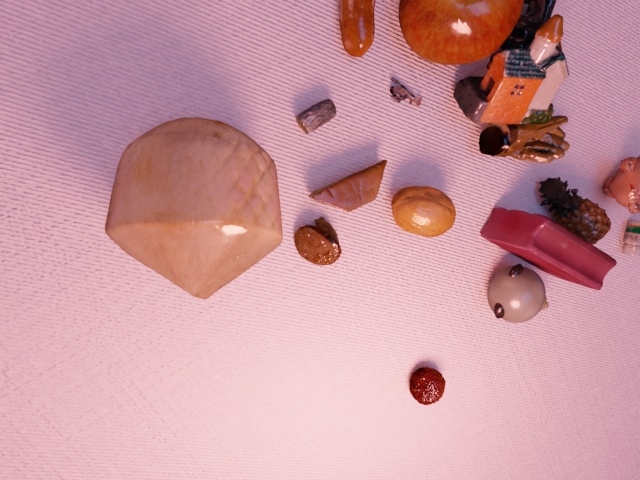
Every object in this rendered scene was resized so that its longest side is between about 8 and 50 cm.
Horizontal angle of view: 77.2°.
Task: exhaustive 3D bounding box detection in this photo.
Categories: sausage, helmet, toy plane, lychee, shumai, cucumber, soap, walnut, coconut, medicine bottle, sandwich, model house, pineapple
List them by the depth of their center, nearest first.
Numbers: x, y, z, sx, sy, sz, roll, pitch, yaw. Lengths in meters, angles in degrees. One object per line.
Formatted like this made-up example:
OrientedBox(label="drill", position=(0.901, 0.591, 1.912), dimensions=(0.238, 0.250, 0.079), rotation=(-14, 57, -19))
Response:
OrientedBox(label="coconut", position=(-0.283, -0.067, 0.940), dimensions=(0.414, 0.345, 0.416), rotation=(1, 76, -5))
OrientedBox(label="sausage", position=(0.107, -0.638, 1.074), dimensions=(0.108, 0.109, 0.271), rotation=(2, 100, -18))
OrientedBox(label="cucumber", position=(-0.011, -0.348, 1.115), dimensions=(0.112, 0.064, 0.064), rotation=(-37, 109, -9))
OrientedBox(label="model house", position=(0.561, -0.488, 1.116), dimensions=(0.271, 0.190, 0.301), rotation=(0, 144, -10))
OrientedBox(label="sandwich", position=(0.091, -0.147, 1.169), dimensions=(0.257, 0.094, 0.096), rotation=(-25, 106, -13))
OrientedBox(label="shumai", position=(0.004, 0.008, 1.181), dimensions=(0.105, 0.139, 0.123), rotation=(-21, 141, -43))
OrientedBox(label="helmet", position=(0.568, -0.672, 1.186), dimensions=(0.198, 0.154, 0.254), rotation=(11, 81, -16))
OrientedBox(label="toy plane", position=(0.250, -0.435, 1.196), dimensions=(0.120, 0.031, 0.049), rotation=(27, 83, -17))
OrientedBox(label="walnut", position=(0.309, -0.089, 1.216), dimensions=(0.206, 0.159, 0.159), rotation=(11, 97, -20))
OrientedBox(label="soap", position=(0.753, 0.022, 1.335), dimensions=(0.359, 0.233, 0.128), rotation=(25, 94, -20))
OrientedBox(label="lychee", position=(0.368, 0.493, 1.369), dimensions=(0.128, 0.123, 0.124), rotation=(-12, 104, -14))
OrientedBox(label="pineapple", position=(0.873, -0.115, 1.393), dimensions=(0.278, 0.158, 0.158), rotation=(43, 87, -16))
OrientedBox(label="medicine bottle", position=(1.225, -0.010, 1.555), dimensions=(0.080, 0.080, 0.131), rotation=(6, 99, -18))

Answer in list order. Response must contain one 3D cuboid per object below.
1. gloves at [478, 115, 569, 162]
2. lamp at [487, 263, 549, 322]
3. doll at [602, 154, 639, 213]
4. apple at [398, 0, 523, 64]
OrientedBox(label="gloves", position=(0.655, -0.330, 1.282), dimensions=(0.330, 0.141, 0.154), rotation=(-8, 115, -24))
OrientedBox(label="lamp", position=(0.687, 0.188, 1.386), dimensions=(0.243, 0.197, 0.198), rotation=(17, 96, -42))
OrientedBox(label="doll", position=(1.146, -0.209, 1.482), dimensions=(0.303, 0.156, 0.202), rotation=(-12, 97, -44))
OrientedBox(label="apple", position=(0.359, -0.615, 1.044), dimensions=(0.309, 0.250, 0.278), rotation=(-19, 76, 24))
